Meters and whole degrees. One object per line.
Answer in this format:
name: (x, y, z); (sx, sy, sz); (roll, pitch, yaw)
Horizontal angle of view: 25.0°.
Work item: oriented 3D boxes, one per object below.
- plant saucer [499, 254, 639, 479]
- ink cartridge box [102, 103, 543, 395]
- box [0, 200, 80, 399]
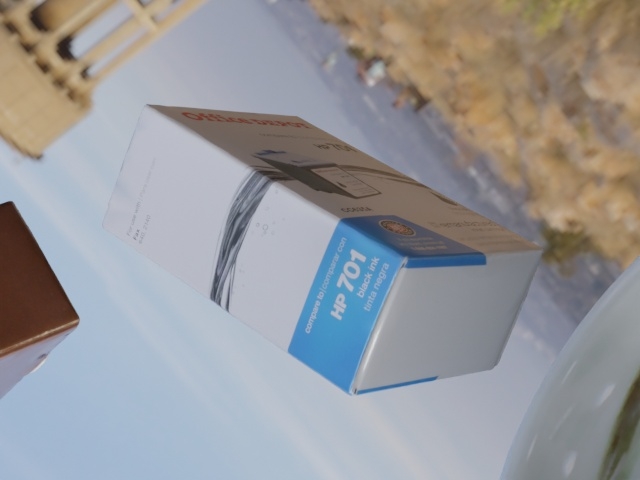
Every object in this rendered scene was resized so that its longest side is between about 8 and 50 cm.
plant saucer: (0.255, 0.125, 0.751); (0.100, 0.400, 0.400); (35, -170, -21)
ink cartridge box: (0.000, 0.000, 0.784); (0.191, 0.082, 0.140); (32, -160, 32)
box: (-0.411, 0.108, 1.189); (0.381, 0.191, 0.143); (-20, -104, -44)
